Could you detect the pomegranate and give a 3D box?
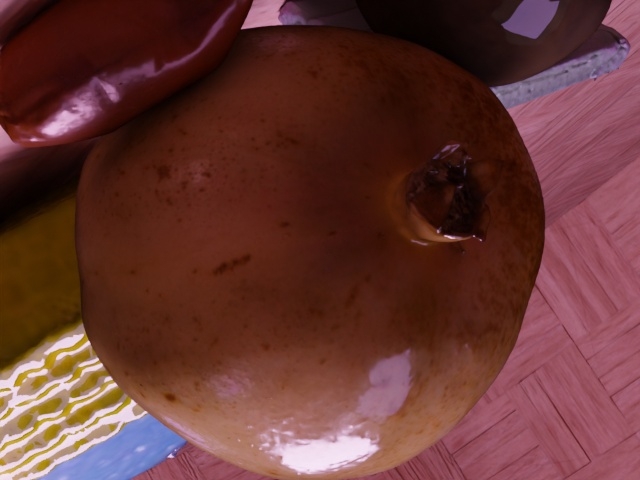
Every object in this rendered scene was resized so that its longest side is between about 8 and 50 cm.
[{"bbox_3d":[0.000,0.000,1.216,0.319,0.319,0.319,-32,170,-6],"label":"pomegranate"}]

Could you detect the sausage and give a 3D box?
[{"bbox_3d":[-0.116,-0.119,1.137,0.179,0.089,0.089,-29,171,8],"label":"sausage"}]

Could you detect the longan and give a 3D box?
[{"bbox_3d":[0.097,-0.190,1.280,0.204,0.159,0.185,27,156,-36],"label":"longan"}]

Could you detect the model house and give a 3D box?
[{"bbox_3d":[-0.208,0.077,1.451,0.237,0.215,0.303,-31,166,-5],"label":"model house"}]

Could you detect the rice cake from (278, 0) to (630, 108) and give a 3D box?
[{"bbox_3d":[0.099,-0.153,1.418,0.198,0.189,0.037,-29,141,-40],"label":"rice cake"}]
